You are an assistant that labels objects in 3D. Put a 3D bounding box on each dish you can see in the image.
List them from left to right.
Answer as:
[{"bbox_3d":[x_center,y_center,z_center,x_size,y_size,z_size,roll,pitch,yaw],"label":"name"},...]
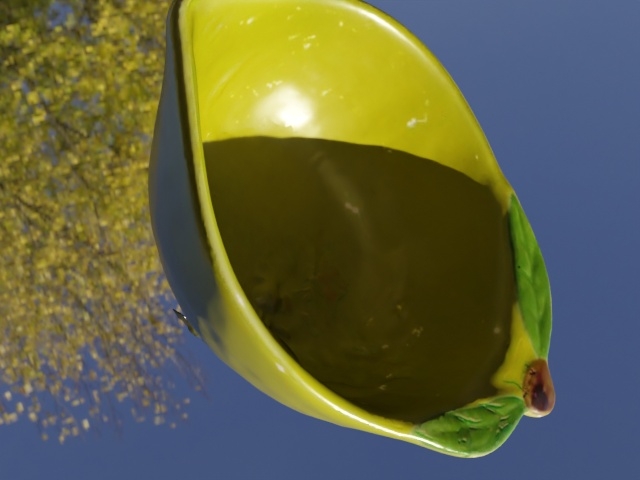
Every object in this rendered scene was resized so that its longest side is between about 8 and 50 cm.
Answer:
[{"bbox_3d":[0.000,0.000,0.408,0.080,0.208,0.149,-17,-149,46],"label":"dish"}]
